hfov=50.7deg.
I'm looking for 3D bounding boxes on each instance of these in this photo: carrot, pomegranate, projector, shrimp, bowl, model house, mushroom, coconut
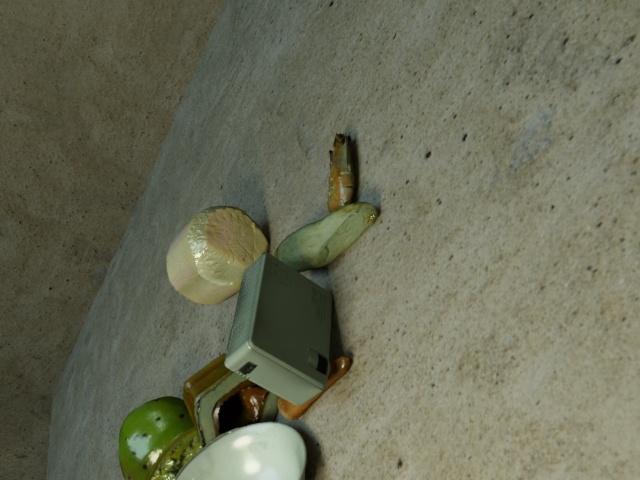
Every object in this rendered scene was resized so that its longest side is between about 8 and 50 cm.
[{"bbox_3d":[-0.007,0.286,1.345,0.210,0.061,0.061,-46,38,35],"label":"carrot"},{"bbox_3d":[-0.362,0.488,1.697,0.260,0.260,0.341,-16,37,58],"label":"pomegranate"},{"bbox_3d":[-0.076,0.173,1.321,0.099,0.192,0.257,-43,26,32],"label":"projector"},{"bbox_3d":[0.038,-0.146,1.491,0.115,0.051,0.217,-35,49,53],"label":"shrimp"},{"bbox_3d":[-0.143,0.519,1.330,0.313,0.146,0.313,-20,25,9],"label":"bowl"},{"bbox_3d":[-0.207,0.353,1.570,0.268,0.173,0.239,-33,16,-15],"label":"model house"},{"bbox_3d":[-0.001,0.004,1.447,0.333,0.087,0.107,-23,55,53],"label":"mushroom"},{"bbox_3d":[-0.279,0.044,1.788,0.244,0.239,0.239,-39,44,45],"label":"coconut"}]
